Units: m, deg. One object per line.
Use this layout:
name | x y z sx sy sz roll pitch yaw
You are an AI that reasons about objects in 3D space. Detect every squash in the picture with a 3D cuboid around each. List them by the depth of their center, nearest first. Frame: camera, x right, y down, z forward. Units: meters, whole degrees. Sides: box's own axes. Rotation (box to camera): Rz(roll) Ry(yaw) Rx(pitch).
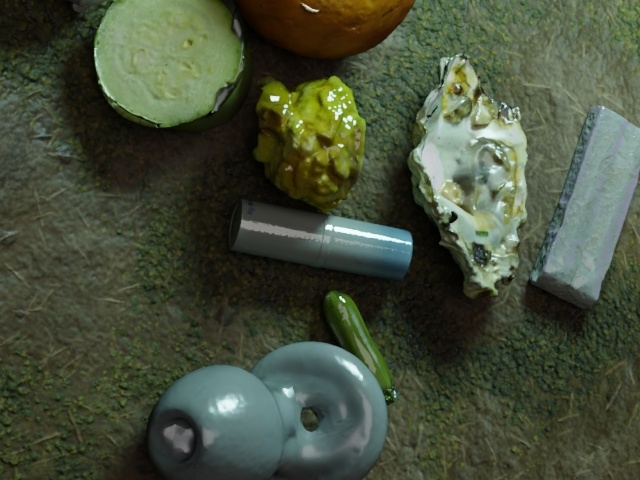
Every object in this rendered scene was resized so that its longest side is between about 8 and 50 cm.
squash | -0.202 -0.253 1.921 0.220 0.133 0.220 0 87 -2
squash | 0.056 0.151 1.971 0.052 0.052 0.183 -32 96 -18

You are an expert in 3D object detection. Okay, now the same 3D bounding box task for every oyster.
oyster | 0.204 -0.088 2.028 0.201 0.107 0.354 16 66 -35

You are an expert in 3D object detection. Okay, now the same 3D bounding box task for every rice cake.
rice cake | 0.410 -0.051 2.103 0.106 0.050 0.298 25 77 -14

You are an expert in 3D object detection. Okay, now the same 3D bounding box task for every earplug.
earplug | -0.072 0.247 1.853 0.326 0.175 0.214 -7 80 -18

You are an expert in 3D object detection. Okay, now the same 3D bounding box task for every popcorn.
popcorn | -0.017 -0.133 1.916 0.156 0.197 0.197 -8 86 -3

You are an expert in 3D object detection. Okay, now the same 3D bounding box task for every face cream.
face cream | 0.000 0.000 1.954 0.250 0.077 0.077 11 81 -15

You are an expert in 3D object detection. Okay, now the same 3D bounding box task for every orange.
orange | 0.005 -0.391 1.920 0.284 0.226 0.283 0 91 -13

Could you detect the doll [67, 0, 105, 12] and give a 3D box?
doll | -0.309 -0.448 1.876 0.151 0.151 0.287 4 86 -17
